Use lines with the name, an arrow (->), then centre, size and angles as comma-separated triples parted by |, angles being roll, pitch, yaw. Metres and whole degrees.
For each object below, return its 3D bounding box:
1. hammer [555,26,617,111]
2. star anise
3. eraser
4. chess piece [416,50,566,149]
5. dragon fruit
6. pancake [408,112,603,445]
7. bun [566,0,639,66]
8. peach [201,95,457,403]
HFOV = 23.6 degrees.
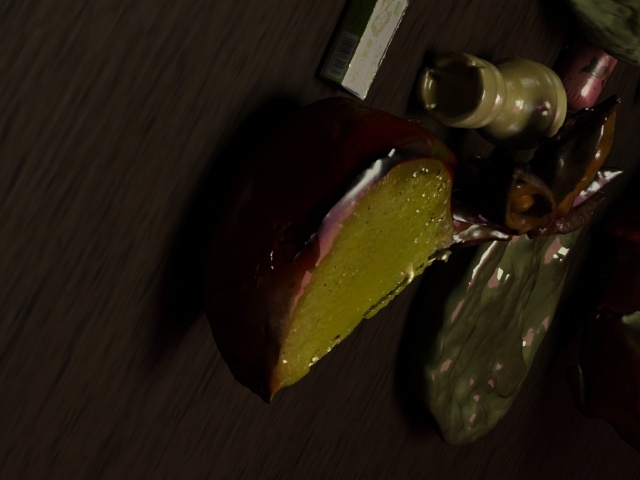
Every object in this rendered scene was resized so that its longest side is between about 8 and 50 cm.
hammer -> 0.211, -0.142, 1.201 | 0.083, 0.043, 0.043 | -62, 156, -4
star anise -> 0.143, -0.037, 1.030 | 0.212, 0.054, 0.157 | -10, 160, -26
eraser -> 0.028, -0.124, 0.863 | 0.083, 0.019, 0.038 | -67, 155, 0
chess piece -> 0.110, -0.095, 1.014 | 0.122, 0.066, 0.066 | 1, 110, -57
dragon fruit -> 0.425, 0.047, 1.468 | 0.386, 0.371, 0.249 | -17, 135, -7
pancake -> 0.153, 0.028, 1.227 | 0.294, 0.049, 0.294 | -47, 152, -34
bun -> 0.271, -0.227, 1.094 | 0.244, 0.153, 0.244 | -31, 132, -41
peach -> -0.004, -0.003, 0.822 | 0.172, 0.092, 0.127 | -51, 149, -6
